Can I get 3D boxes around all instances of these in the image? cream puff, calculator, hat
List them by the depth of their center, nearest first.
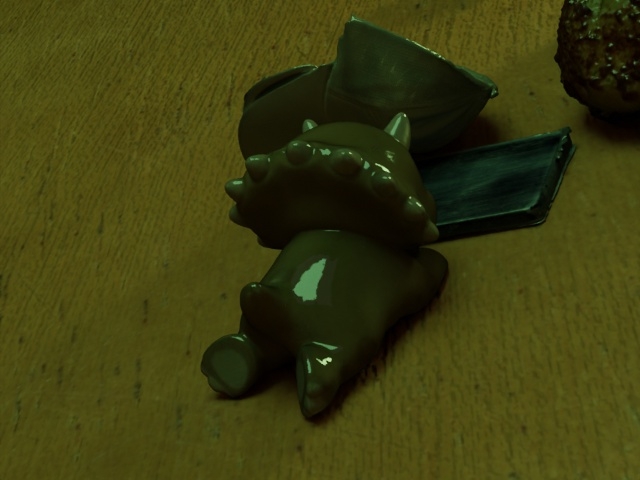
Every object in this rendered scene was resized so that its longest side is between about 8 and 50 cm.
[{"bbox_3d":[0.324,-0.206,1.615,0.240,0.164,0.240,-17,30,10],"label":"cream puff"},{"bbox_3d":[0.096,-0.040,1.618,0.261,0.021,0.161,-10,27,26],"label":"calculator"},{"bbox_3d":[0.044,-0.109,1.703,0.226,0.164,0.219,-51,-25,15],"label":"hat"}]

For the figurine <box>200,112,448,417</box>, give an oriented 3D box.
[{"bbox_3d":[-0.001,-0.002,1.431,0.247,0.173,0.177,-37,28,-32],"label":"figurine"}]
